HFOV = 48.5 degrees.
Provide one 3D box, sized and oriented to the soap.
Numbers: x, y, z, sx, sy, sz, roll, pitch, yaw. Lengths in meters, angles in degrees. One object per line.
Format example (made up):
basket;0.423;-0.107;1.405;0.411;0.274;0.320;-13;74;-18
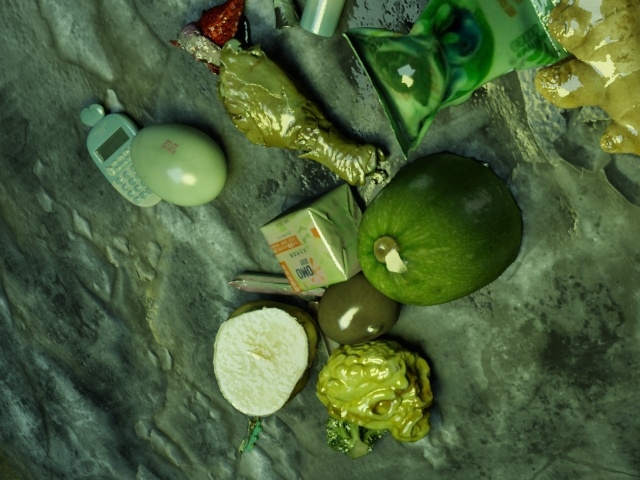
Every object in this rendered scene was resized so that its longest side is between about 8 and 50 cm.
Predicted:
soap;0.000;0.000;1.564;0.199;0.138;0.182;-20;102;49

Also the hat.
hat;-0.211;-0.474;1.521;0.227;0.129;0.140;-52;57;19

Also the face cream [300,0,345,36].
face cream;0.029;-0.522;1.357;0.077;0.077;0.250;30;124;15

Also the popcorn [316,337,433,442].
popcorn;0.142;0.329;1.624;0.285;0.174;0.225;23;121;-2

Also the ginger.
ginger;0.490;-0.259;1.150;0.166;0.236;0.376;172;77;-77

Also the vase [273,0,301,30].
vase;-0.084;-0.515;1.439;0.059;0.059;0.167;-5;109;32

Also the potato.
potato;-0.122;0.258;1.749;0.246;0.196;0.300;28;113;4

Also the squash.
squash;0.211;0.012;1.345;0.310;0.309;0.310;7;111;19

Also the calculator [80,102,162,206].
calculator;-0.509;-0.221;1.834;0.188;0.042;0.303;-29;96;37

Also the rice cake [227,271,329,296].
rice cake;-0.095;0.111;1.729;0.290;0.081;0.051;1;100;29

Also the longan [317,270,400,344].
longan;0.084;0.151;1.591;0.189;0.189;0.189;13;118;25

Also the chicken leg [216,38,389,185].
chicken leg;-0.040;-0.248;1.493;0.429;0.153;0.201;34;118;3

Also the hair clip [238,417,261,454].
hair clip;-0.197;0.554;2.020;0.049;0.049;0.173;31;130;14

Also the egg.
egg;-0.335;-0.182;1.665;0.264;0.183;0.183;28;124;26

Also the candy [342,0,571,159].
candy;0.259;-0.356;1.251;0.397;0.172;0.263;-30;108;19

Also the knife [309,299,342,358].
knife;0.021;0.266;1.749;0.123;0.053;0.278;-8;106;27

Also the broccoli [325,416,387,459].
broccoli;0.086;0.470;1.765;0.145;0.138;0.162;15;111;-14
